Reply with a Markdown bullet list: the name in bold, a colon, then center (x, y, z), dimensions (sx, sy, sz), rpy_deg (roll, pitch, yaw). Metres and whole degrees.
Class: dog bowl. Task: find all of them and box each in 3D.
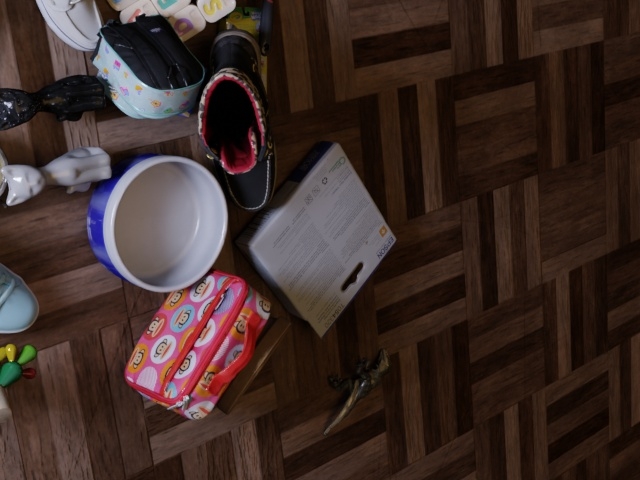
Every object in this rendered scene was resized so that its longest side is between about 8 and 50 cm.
- **dog bowl**: center (-0.316, -0.037, 1.882), dimensions (0.265, 0.104, 0.264), rpy_deg (-10, 105, -39)

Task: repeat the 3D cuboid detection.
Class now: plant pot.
- **plant pot**: center (-0.170, 0.241, 2.032), dimensions (0.110, 0.237, 0.237), rpy_deg (34, 72, 3)

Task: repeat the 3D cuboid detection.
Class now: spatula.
- **spatula**: center (-0.112, -0.519, 1.982), dimensions (0.084, 0.030, 0.296), rpy_deg (11, 73, -41)

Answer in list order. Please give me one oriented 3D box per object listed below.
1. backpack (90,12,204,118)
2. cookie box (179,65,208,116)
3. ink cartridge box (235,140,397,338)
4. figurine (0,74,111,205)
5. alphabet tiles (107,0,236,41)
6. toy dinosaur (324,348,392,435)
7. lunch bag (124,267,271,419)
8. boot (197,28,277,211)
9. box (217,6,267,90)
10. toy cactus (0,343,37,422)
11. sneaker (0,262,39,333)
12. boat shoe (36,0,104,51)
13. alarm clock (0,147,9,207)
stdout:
- **backpack**: center (-0.310, -0.304, 1.757), dimensions (0.166, 0.188, 0.144), rpy_deg (-24, 149, -44)
- **cookie box**: center (-0.283, -0.310, 1.896), dimensions (0.092, 0.040, 0.107), rpy_deg (26, 82, -42)
- **ink cartridge box**: center (0.000, 0.000, 2.193), dimensions (0.324, 0.071, 0.330), rpy_deg (-51, 130, -22)
- **figurine**: center (-0.478, -0.174, 1.689), dimensions (0.209, 0.092, 0.214), rpy_deg (-22, 114, -53)
- **alphabet tiles**: center (-0.278, -0.518, 1.788), dimensions (0.278, 0.021, 0.284), rpy_deg (-32, 123, -1)
- **toy dinosaur**: center (0.086, 0.350, 2.349), dimensions (0.268, 0.064, 0.118), rpy_deg (-45, 132, -21)
- **lunch bag**: center (-0.231, 0.204, 1.903), dimensions (0.120, 0.258, 0.293), rpy_deg (43, 70, -39)
- **boot**: center (-0.156, -0.193, 1.848), dimensions (0.138, 0.284, 0.377), rpy_deg (-2, 114, -2)
- **box**: center (-0.162, -0.390, 1.986), dimensions (0.105, 0.043, 0.179), rpy_deg (-7, 106, -40)
- **toy cactus**: center (-0.586, 0.256, 1.668), dimensions (0.219, 0.180, 0.112), rpy_deg (-12, 127, -34)
- **sneaker**: center (-0.609, 0.064, 1.614), dimensions (0.366, 0.150, 0.135), rpy_deg (39, 74, -39)
- **boat shoe**: center (-0.447, -0.451, 1.688), dimensions (0.096, 0.088, 0.267), rpy_deg (-40, 124, -29)
- **alarm clock**: center (-0.603, -0.136, 1.635), dimensions (0.129, 0.064, 0.192), rpy_deg (-19, 114, -37)
